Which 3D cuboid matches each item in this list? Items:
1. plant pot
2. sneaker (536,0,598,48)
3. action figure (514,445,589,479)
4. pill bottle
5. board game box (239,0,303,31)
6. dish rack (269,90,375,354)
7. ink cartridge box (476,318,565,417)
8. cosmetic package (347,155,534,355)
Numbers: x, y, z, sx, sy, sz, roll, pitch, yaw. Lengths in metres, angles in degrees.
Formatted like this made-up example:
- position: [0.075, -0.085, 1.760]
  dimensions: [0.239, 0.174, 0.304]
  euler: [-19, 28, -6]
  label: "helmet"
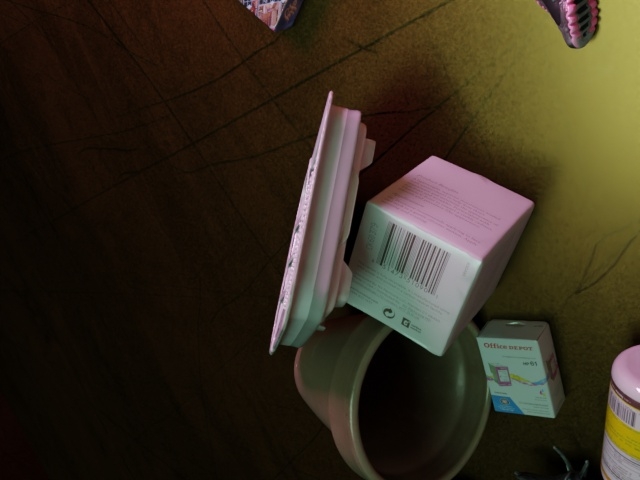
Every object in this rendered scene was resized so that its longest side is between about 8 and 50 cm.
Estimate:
- position: [0.083, 0.206, 0.968]
  dimensions: [0.229, 0.263, 0.263]
  euler: [5, 118, 57]
  label: "plant pot"
- position: [0.250, -0.258, 0.697]
  dimensions: [0.057, 0.047, 0.119]
  euler: [-2, 112, 60]
  label: "sneaker"
- position: [0.348, 0.425, 0.934]
  dimensions: [0.164, 0.141, 0.275]
  euler: [14, 95, 42]
  label: "action figure"
- position: [0.405, 0.241, 0.794]
  dimensions: [0.117, 0.117, 0.215]
  euler: [12, 121, 33]
  label: "pill bottle"
- position: [-0.060, -0.420, 0.845]
  dimensions: [0.165, 0.042, 0.243]
  euler: [44, 133, 11]
  label: "board game box"
- position: [0.000, 0.000, 0.845]
  dimensions: [0.072, 0.285, 0.333]
  euler: [13, 163, -3]
  label: "dish rack"
- position: [0.275, 0.174, 0.904]
  dimensions: [0.089, 0.052, 0.122]
  euler: [-4, 110, 40]
  label: "ink cartridge box"
- position: [0.146, 0.012, 0.824]
  dimensions: [0.151, 0.184, 0.151]
  euler: [30, 128, 22]
  label: "cosmetic package"
